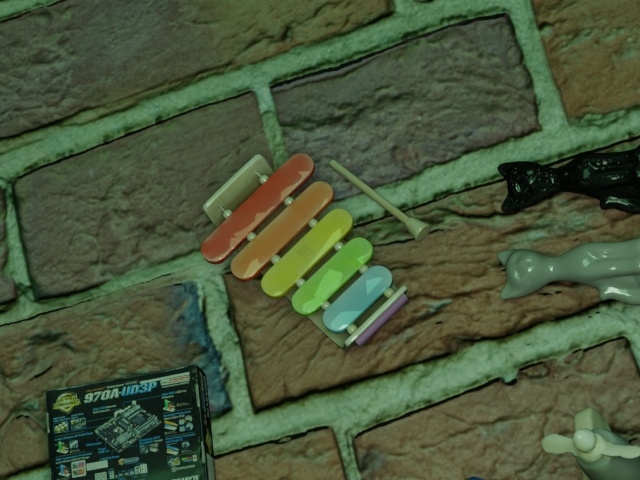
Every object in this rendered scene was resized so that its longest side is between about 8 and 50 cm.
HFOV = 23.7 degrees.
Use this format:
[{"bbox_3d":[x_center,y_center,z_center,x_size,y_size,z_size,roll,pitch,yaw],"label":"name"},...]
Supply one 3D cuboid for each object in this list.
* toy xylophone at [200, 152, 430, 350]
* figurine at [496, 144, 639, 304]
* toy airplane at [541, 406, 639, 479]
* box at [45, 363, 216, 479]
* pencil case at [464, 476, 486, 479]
[{"bbox_3d":[0.000,0.000,2.109,0.323,0.081,0.236,34,77,22],"label":"toy xylophone"},{"bbox_3d":[0.338,-0.018,2.054,0.209,0.092,0.215,-3,67,19],"label":"figurine"},{"bbox_3d":[0.342,0.398,1.702,0.386,0.272,0.384,50,40,11],"label":"toy airplane"},{"bbox_3d":[-0.258,0.273,2.062,0.220,0.051,0.175,-11,66,7],"label":"box"},{"bbox_3d":[0.142,0.430,1.877,0.119,0.133,0.306,42,80,-6],"label":"pencil case"}]
